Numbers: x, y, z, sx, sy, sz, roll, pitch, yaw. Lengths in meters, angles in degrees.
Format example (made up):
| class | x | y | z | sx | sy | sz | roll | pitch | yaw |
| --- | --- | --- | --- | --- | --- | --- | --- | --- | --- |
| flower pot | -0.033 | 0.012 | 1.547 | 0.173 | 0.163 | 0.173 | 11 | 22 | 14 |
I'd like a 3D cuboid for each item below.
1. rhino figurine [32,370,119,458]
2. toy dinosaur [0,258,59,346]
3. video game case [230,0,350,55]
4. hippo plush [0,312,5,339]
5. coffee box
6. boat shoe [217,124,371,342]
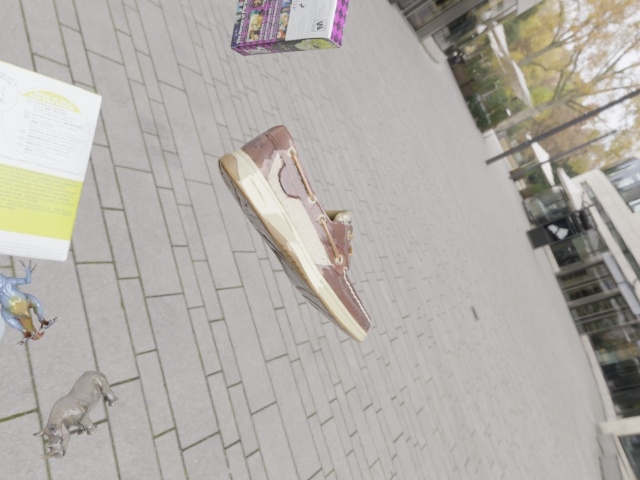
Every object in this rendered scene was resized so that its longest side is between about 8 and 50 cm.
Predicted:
| class | x | y | z | sx | sy | sz | roll | pitch | yaw |
| --- | --- | --- | --- | --- | --- | --- | --- | --- | --- |
| rhino figurine | -0.556 | 0.393 | 0.960 | 0.243 | 0.073 | 0.106 | -79 | 145 | -69 |
| toy dinosaur | -0.273 | 0.051 | 0.362 | 0.082 | 0.090 | 0.047 | 49 | 38 | -7 |
| video game case | -0.040 | -0.418 | 0.669 | 0.042 | 0.210 | 0.232 | 7 | 95 | -56 |
| hippo plush | -0.673 | 0.222 | 0.717 | 0.236 | 0.294 | 0.234 | -91 | 179 | -53 |
| coffee box | -0.661 | -0.168 | 0.831 | 0.338 | 0.338 | 0.334 | 12 | 91 | -35 |
| boat shoe | 0.000 | 0.000 | 0.596 | 0.342 | 0.123 | 0.123 | 56 | -15 | -22 |
